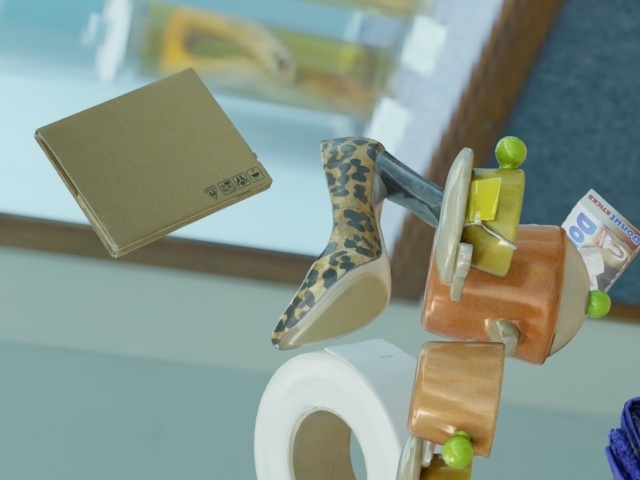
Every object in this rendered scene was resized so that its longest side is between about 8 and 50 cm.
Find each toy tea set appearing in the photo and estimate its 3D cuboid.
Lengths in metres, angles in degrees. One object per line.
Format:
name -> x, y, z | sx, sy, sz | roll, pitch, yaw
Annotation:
toy tea set -> 0.118, 0.113, 1.271 | 0.200, 0.124, 0.336 | 89, -170, -78

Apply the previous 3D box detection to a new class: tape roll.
tape roll -> 0.044, 0.265, 2.388 | 0.286, 0.100, 0.286 | 10, 104, 50

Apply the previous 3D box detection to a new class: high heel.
high heel -> 0.000, 0.000, 2.036 | 0.186, 0.261, 0.093 | 33, 150, 33

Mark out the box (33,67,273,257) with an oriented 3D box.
box -> -0.175, -0.086, 2.095 | 0.164, 0.201, 0.021 | 54, 149, 18

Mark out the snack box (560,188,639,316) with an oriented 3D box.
snack box -> 0.225, 0.020, 1.720 | 0.022, 0.064, 0.178 | -41, -11, -25

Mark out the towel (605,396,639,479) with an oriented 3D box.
towel -> 0.342, 0.305, 1.826 | 0.308, 0.076, 0.227 | 60, -173, -52
